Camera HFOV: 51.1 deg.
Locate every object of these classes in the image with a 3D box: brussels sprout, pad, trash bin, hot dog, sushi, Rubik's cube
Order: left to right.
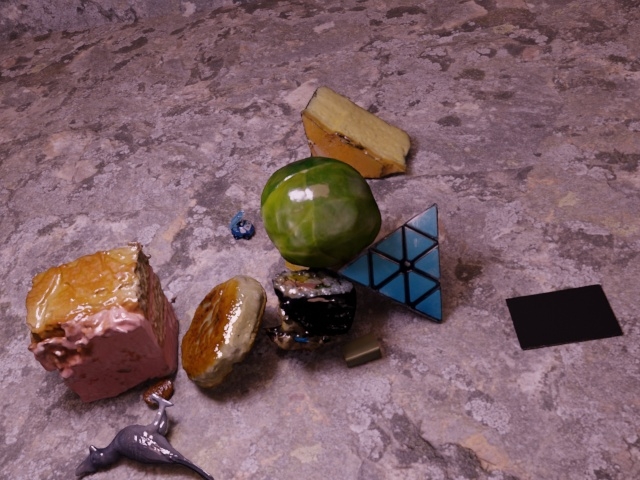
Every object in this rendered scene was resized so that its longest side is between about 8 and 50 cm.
[{"bbox_3d":[-0.419,0.392,1.731,0.058,0.035,0.083,29,54,35],"label":"hot dog"},{"bbox_3d":[-0.021,0.191,1.696,0.238,0.219,0.225,11,18,-15],"label":"sushi"},{"bbox_3d":[-0.007,-0.079,1.738,0.289,0.282,0.355,-25,8,2],"label":"brussels sprout"},{"bbox_3d":[0.102,0.279,1.701,0.092,0.043,0.061,-20,44,-4],"label":"trash bin"},{"bbox_3d":[0.203,0.061,1.761,0.228,0.229,0.233,0,53,25],"label":"Rubik's cube"},{"bbox_3d":[0.606,0.191,1.680,0.245,0.006,0.170,-10,43,5],"label":"pad"}]

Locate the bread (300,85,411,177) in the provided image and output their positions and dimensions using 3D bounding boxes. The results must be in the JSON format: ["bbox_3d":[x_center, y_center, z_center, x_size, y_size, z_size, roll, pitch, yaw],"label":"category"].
[{"bbox_3d":[0.112,-0.365,2.193,0.315,0.279,0.249,-6,36,26],"label":"bread"}]

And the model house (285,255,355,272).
[{"bbox_3d":[0.000,0.000,1.940,0.207,0.136,0.219,-37,48,-24],"label":"model house"}]

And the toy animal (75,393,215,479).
[{"bbox_3d":[-0.401,0.472,1.607,0.366,0.081,0.206,-1,64,15],"label":"toy animal"}]

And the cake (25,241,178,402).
[{"bbox_3d":[-0.556,0.222,1.748,0.313,0.307,0.293,-14,46,1],"label":"cake"}]

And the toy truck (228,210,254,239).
[{"bbox_3d":[-0.249,-0.051,2.091,0.073,0.090,0.056,-1,46,14],"label":"toy truck"}]

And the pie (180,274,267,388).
[{"bbox_3d":[-0.264,0.226,1.739,0.315,0.092,0.315,-37,34,30],"label":"pie"}]
